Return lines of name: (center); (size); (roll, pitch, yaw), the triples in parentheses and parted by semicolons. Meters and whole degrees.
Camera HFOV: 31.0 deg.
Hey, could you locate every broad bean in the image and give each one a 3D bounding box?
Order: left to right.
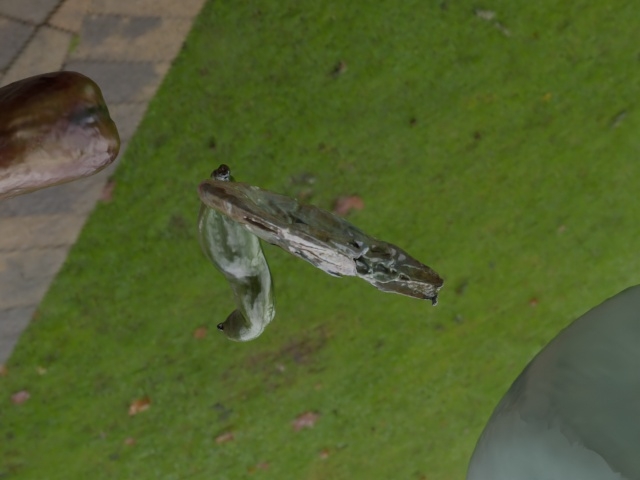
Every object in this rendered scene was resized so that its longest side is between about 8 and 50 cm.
broad bean: (-0.238, -0.069, 0.866); (0.165, 0.084, 0.114); (-21, 171, 8)
broad bean: (-0.082, 0.015, 1.132); (0.070, 0.048, 0.213); (6, 124, 16)

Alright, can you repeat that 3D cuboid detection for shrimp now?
shrimp: (0.000, 0.000, 0.955); (0.126, 0.223, 0.047); (-79, -168, -86)

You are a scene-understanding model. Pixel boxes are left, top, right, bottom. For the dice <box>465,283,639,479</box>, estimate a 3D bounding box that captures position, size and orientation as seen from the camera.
dice: (0.244, 0.177, 0.564); (0.265, 0.268, 0.262); (-16, 120, -24)
